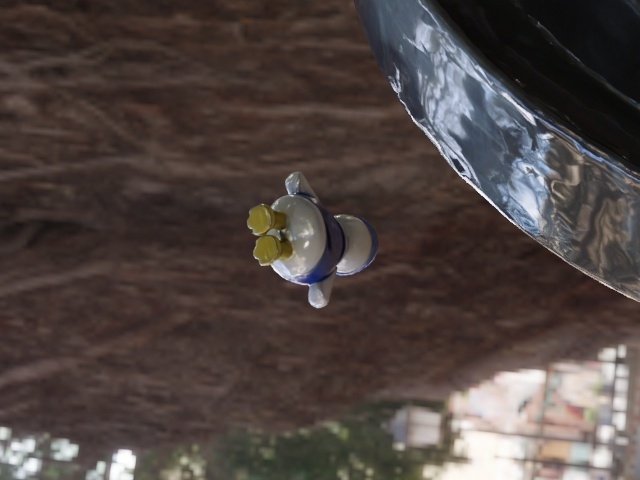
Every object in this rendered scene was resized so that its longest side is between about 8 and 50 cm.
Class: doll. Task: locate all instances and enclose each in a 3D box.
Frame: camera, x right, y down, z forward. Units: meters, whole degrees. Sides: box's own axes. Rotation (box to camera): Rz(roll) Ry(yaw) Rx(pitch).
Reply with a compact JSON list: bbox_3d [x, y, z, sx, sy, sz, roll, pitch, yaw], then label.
[{"bbox_3d":[0.000,0.000,1.092,0.143,0.057,0.099,5,-110,-58],"label":"doll"}]

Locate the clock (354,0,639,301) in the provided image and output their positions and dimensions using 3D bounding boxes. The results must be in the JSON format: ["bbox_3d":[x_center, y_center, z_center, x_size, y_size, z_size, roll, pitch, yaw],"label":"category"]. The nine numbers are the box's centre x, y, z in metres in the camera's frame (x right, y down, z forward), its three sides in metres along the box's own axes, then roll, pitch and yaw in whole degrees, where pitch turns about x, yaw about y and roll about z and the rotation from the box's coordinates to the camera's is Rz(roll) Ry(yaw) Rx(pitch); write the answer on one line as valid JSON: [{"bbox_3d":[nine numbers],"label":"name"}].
[{"bbox_3d":[0.195,-0.126,0.594,0.076,0.386,0.386,100,-179,-55],"label":"clock"}]
